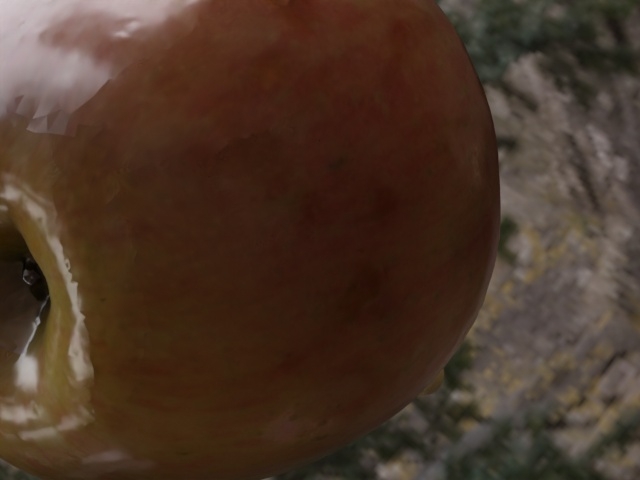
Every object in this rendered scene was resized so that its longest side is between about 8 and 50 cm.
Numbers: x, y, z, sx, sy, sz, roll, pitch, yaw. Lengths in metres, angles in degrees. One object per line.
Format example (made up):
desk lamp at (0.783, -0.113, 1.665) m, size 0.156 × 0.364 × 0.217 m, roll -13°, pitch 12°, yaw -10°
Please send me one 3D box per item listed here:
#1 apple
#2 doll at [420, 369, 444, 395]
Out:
apple at (-0.093, -0.018, 1.188) m, size 0.346 × 0.391 × 0.391 m, roll -39°, pitch -42°, yaw -47°
doll at (0.014, -0.013, 1.448) m, size 0.144 × 0.208 × 0.271 m, roll 13°, pitch -102°, yaw -51°
